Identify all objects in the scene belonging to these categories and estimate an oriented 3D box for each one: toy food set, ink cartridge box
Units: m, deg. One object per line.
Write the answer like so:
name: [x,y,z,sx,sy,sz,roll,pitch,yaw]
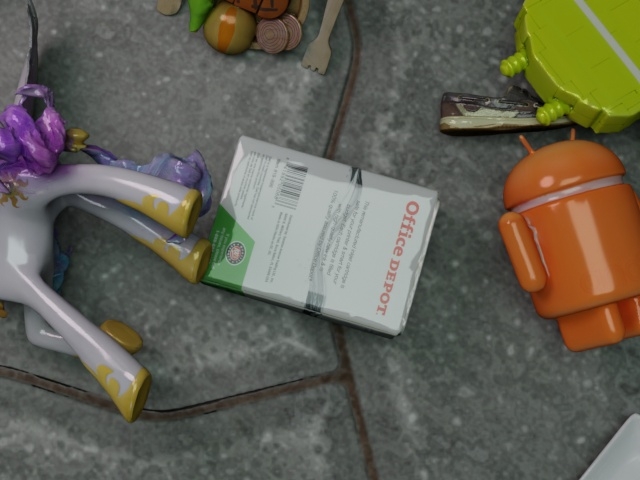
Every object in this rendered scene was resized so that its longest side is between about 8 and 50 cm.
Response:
toy food set: [-0.073,-0.245,1.200,0.192,0.038,0.132,21,126,2]
ink cartridge box: [0.000,0.000,1.179,0.208,0.087,0.153,17,83,3]

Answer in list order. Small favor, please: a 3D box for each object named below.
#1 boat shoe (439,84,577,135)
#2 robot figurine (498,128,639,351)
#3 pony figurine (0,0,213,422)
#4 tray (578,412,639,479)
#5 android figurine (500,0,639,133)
boat shoe: [0.199,-0.136,1.214,0.152,0.056,0.049,-3,88,-1]
robot figurine: [0.257,-0.004,1.164,0.158,0.128,0.219,-16,84,4]
pony figurine: [-0.283,-0.044,1.096,0.363,0.303,0.351,20,105,10]
tray: [0.283,0.319,1.172,0.145,0.030,0.270,40,84,3]
android figurine: [0.312,-0.213,1.203,0.273,0.056,0.248,-33,77,-14]
